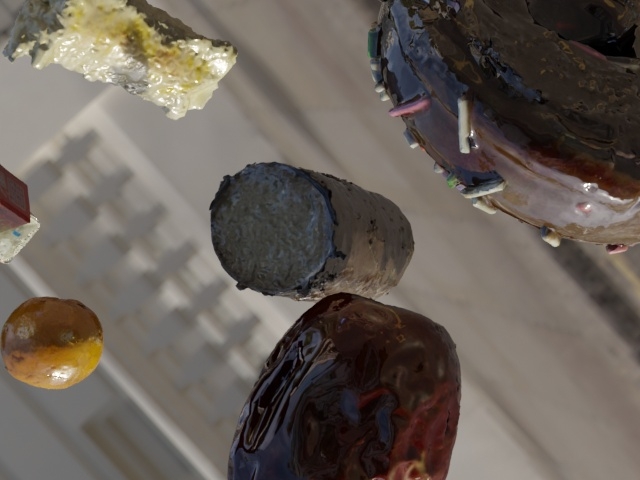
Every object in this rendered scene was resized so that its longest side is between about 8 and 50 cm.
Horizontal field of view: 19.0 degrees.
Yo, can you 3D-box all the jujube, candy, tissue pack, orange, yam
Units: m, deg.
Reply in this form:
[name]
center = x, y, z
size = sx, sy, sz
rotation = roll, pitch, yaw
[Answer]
[jujube]
center = 0.021, 0.169, 1.613
size = 0.183, 0.243, 0.183
rotation = 17, 178, 1
[candy]
center = -0.295, -0.022, 1.507
size = 0.062, 0.122, 0.038
rotation = 44, -149, -61
[tissue pack]
center = -0.313, -0.032, 1.764
size = 0.094, 0.059, 0.074
rotation = 42, 178, 30
[orange]
center = -0.209, 0.078, 1.486
size = 0.083, 0.070, 0.083
rotation = 8, -174, -1
[yam]
center = -0.002, 0.000, 1.777
size = 0.131, 0.131, 0.279
rotation = 45, -170, 17

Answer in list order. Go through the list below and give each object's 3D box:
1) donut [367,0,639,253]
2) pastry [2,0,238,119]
[donut]
center = 0.149, -0.103, 1.174
size = 0.270, 0.269, 0.103
rotation = 45, 129, 16
[pastry]
center = -0.200, -0.207, 1.961
size = 0.258, 0.121, 0.089
rotation = 16, -146, -49
